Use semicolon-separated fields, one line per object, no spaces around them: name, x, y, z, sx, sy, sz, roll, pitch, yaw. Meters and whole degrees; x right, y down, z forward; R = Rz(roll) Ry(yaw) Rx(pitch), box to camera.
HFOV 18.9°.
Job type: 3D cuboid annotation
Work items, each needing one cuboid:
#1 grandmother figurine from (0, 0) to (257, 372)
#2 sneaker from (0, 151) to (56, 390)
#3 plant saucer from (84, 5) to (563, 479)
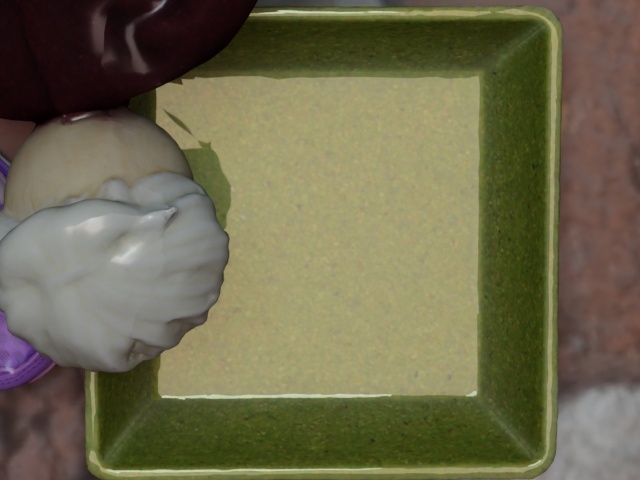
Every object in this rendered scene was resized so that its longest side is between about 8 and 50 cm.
grandmother figurine;-0.090;-0.123;0.695;0.207;0.104;0.342;-6;90;39
sneaker;-0.186;-0.032;0.734;0.095;0.104;0.236;-39;98;1
plant saucer;0.000;0.000;0.776;0.188;0.045;0.188;0;97;-2
